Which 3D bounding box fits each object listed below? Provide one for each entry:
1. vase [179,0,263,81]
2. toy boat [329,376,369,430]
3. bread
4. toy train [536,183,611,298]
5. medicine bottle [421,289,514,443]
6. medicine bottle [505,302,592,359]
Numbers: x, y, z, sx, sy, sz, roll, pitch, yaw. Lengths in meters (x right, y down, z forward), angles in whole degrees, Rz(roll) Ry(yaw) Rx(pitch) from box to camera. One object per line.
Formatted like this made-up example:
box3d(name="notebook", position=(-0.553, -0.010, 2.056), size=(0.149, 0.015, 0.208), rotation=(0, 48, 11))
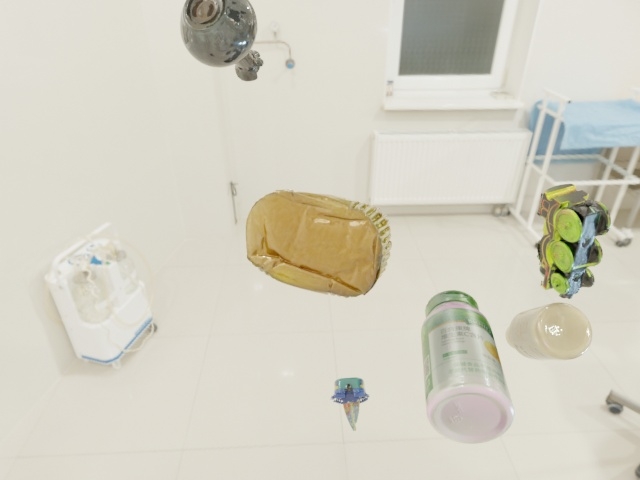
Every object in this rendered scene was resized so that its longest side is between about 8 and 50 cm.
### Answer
box3d(name="vase", position=(-0.144, -0.320, 0.715), size=(0.120, 0.120, 0.183), rotation=(9, -4, 15))
box3d(name="toy boat", position=(0.070, 0.384, 1.032), size=(0.091, 0.175, 0.110), rotation=(-5, 64, 4))
box3d(name="bread", position=(0.000, 0.000, 0.907), size=(0.287, 0.204, 0.156), rotation=(6, 9, 15))
box3d(name="toy train", position=(0.620, 0.008, 1.119), size=(0.100, 0.296, 0.161), rotation=(-15, 36, -8))
box3d(name="medicine bottle", position=(0.248, 0.206, 0.791), size=(0.133, 0.134, 0.274), rotation=(4, 28, 7))
box3d(name="medicine bottle", position=(0.481, 0.205, 0.976), size=(0.114, 0.252, 0.114), rotation=(-1, 76, 3))
